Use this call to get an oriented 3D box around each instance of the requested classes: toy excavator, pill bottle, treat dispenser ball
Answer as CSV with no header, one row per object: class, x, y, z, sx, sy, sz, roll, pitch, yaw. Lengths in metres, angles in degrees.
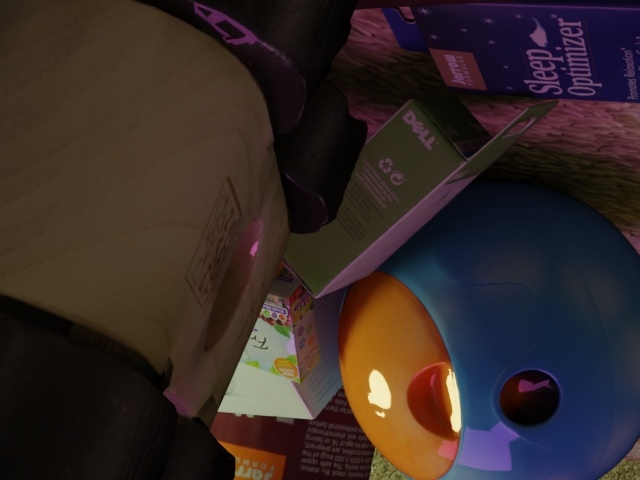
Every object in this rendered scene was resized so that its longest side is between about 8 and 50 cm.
toy excavator,-0.229,-0.068,0.425,0.445,0.222,0.433,18,165,8
pill bottle,-0.040,0.229,1.463,0.224,0.392,0.224,11,174,1
treat dispenser ball,0.158,0.090,1.047,0.288,0.288,0.288,11,165,3

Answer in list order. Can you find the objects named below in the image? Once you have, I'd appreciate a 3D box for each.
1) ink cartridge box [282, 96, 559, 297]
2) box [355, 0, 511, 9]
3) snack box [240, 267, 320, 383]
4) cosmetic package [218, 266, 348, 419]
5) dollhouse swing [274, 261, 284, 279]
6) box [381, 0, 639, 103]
ink cartridge box,0.068,-0.051,0.868,0.209,0.062,0.109,-43,170,22
box,-0.033,-0.187,0.450,0.382,0.143,0.191,5,164,29
snack box,-0.073,0.059,1.031,0.141,0.037,0.100,16,135,27
cosmetic package,-0.095,0.045,1.182,0.224,0.138,0.224,-3,125,45
dollhouse swing,-0.231,-0.015,0.852,0.305,0.347,0.315,38,144,15
box,0.141,-0.129,0.736,0.225,0.036,0.136,7,165,20
